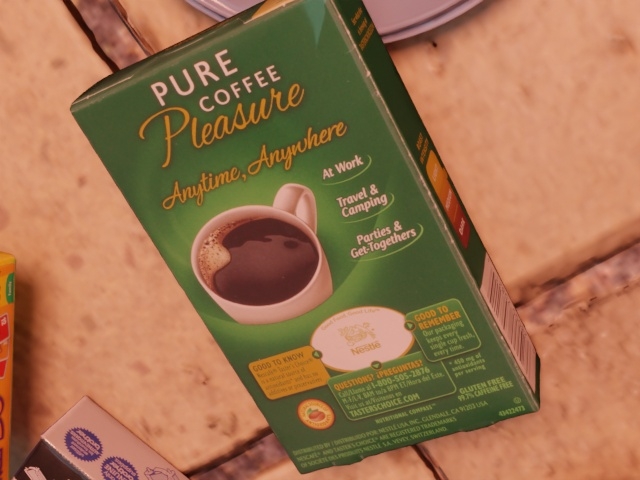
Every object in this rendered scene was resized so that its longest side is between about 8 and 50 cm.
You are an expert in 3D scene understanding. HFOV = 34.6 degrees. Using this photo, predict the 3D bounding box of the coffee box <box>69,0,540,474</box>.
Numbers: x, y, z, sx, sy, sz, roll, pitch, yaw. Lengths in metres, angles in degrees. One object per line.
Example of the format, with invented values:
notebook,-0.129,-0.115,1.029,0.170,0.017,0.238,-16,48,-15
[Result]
coffee box,0.000,0.000,0.397,0.113,0.040,0.184,-21,111,25

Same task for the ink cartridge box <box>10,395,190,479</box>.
ink cartridge box,-0.065,0.178,0.494,0.207,0.046,0.097,38,116,1

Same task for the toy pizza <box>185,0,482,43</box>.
toy pizza,0.001,-0.168,0.357,0.201,0.032,0.201,7,115,15

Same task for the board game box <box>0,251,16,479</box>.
board game box,-0.258,0.040,0.490,0.260,0.039,0.124,14,108,24
